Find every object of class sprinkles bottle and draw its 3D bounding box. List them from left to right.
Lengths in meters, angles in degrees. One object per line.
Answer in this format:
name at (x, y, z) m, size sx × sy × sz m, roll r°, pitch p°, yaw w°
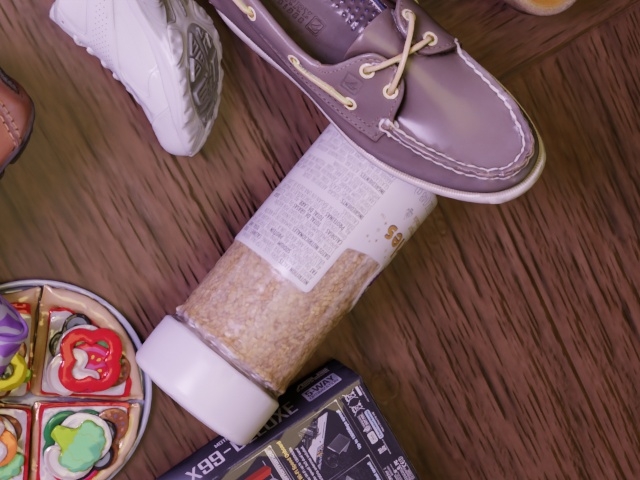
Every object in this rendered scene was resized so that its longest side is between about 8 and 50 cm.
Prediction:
sprinkles bottle at (0.000, 0.000, 0.972) m, size 0.121 × 0.121 × 0.355 m, roll 42°, pitch 83°, yaw -20°

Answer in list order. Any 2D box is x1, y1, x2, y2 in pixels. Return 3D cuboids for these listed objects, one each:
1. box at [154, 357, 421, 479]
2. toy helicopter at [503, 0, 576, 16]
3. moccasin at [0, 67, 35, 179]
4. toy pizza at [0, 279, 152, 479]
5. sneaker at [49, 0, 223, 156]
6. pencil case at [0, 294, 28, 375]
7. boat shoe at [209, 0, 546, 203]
box at (-0.002, 0.301, 1.039) m, size 0.242 × 0.076 × 0.307 m, roll -34°, pitch 107°, yaw -12°
toy helicopter at (0.162, -0.367, 0.972) m, size 0.235 × 0.140 × 0.354 m, roll -11°, pitch 104°, yaw -16°
moccasin at (-0.359, 0.018, 0.812) m, size 0.147 × 0.139 × 0.380 m, roll 32°, pitch 99°, yaw -38°
toy pizza at (-0.238, 0.133, 0.953) m, size 0.201 × 0.032 × 0.201 m, roll -3°, pitch 99°, yaw -20°
sneaker at (-0.154, -0.171, 0.921) m, size 0.115 × 0.090 × 0.232 m, roll -2°, pitch 123°, yaw 22°
pencil case at (-0.311, 0.120, 0.874) m, size 0.086 × 0.088 × 0.206 m, roll 41°, pitch 98°, yaw 24°
boat shoe at (0.036, -0.148, 0.892) m, size 0.324 × 0.096 × 0.116 m, roll 40°, pitch 83°, yaw 14°
